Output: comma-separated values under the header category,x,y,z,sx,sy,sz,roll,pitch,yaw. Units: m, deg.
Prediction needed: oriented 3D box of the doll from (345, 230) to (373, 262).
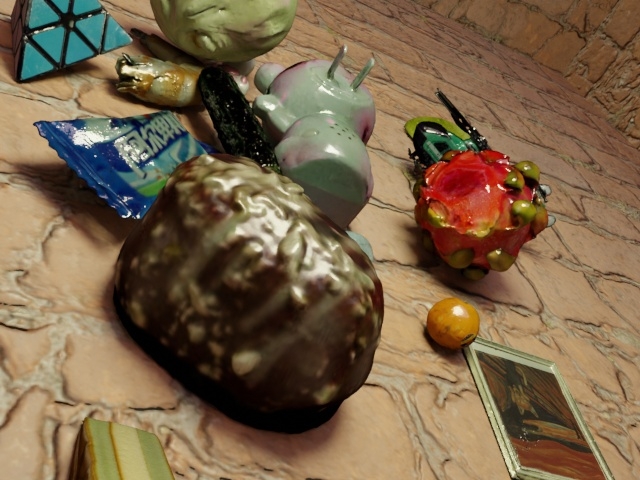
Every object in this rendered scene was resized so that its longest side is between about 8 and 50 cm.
category,x,y,z,sx,sy,sz,roll,pitch,yaw
doll,-0.002,0.005,1.068,0.179,0.075,0.120,24,-7,25

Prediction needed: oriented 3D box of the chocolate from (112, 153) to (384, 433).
category,x,y,z,sx,sy,sz,roll,pitch,yaw
chocolate,-0.070,0.038,0.805,0.340,0.210,0.225,39,28,10

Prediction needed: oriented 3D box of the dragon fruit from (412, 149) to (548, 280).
category,x,y,z,sx,sy,sz,roll,pitch,yaw
dragon fruit,0.285,-0.063,1.276,0.227,0.243,0.307,-5,35,10

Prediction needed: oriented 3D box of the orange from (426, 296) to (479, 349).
category,x,y,z,sx,sy,sz,roll,pitch,yaw
orange,0.201,0.125,1.070,0.083,0.083,0.083,24,31,-16

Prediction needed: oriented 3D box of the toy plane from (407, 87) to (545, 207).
category,x,y,z,sx,sy,sz,roll,pitch,yaw
toy plane,0.317,-0.147,1.511,0.382,0.155,0.106,45,17,-16

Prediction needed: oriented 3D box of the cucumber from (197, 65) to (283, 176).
category,x,y,z,sx,sy,sz,roll,pitch,yaw
cucumber,-0.133,-0.183,1.131,0.081,0.072,0.303,38,20,-46

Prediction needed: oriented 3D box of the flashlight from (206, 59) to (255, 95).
category,x,y,z,sx,sy,sz,roll,pitch,yaw
flashlight,-0.175,-0.347,1.430,0.093,0.047,0.200,25,31,-6

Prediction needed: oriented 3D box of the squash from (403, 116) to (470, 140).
category,x,y,z,sx,sy,sz,roll,pitch,yaw
squash,0.333,-0.221,1.692,0.169,0.093,0.252,3,42,-39

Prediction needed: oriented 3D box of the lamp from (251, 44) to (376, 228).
category,x,y,z,sx,sy,sz,roll,pitch,yaw
lamp,0.006,-0.197,1.201,0.247,0.247,0.301,18,40,-20

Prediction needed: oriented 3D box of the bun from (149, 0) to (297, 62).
category,x,y,z,sx,sy,sz,roll,pitch,yaw
bun,-0.178,-0.415,1.292,0.283,0.283,0.179,12,67,-32

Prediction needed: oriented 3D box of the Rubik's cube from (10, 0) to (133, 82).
category,x,y,z,sx,sy,sz,roll,pitch,yaw
Rubik's cube,-0.448,-0.310,1.101,0.211,0.190,0.178,47,50,-43

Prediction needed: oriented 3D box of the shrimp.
category,x,y,z,sx,sy,sz,roll,pitch,yaw
shrimp,-0.267,-0.312,1.271,0.185,0.068,0.287,23,29,-21

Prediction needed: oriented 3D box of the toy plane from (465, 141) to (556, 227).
category,x,y,z,sx,sy,sz,roll,pitch,yaw
toy plane,0.370,-0.103,1.441,0.246,0.169,0.078,52,8,-18

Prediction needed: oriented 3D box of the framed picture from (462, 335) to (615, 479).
category,x,y,z,sx,sy,sz,roll,pitch,yaw
framed picture,0.328,0.257,1.062,0.216,0.016,0.273,20,32,-23

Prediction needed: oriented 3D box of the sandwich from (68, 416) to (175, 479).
category,x,y,z,sx,sy,sz,roll,pitch,yaw
sandwich,-0.160,0.189,0.590,0.079,0.113,0.163,21,31,-20

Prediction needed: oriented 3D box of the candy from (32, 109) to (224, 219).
category,x,y,z,sx,sy,sz,roll,pitch,yaw
candy,-0.240,-0.117,0.998,0.187,0.077,0.331,42,25,9
